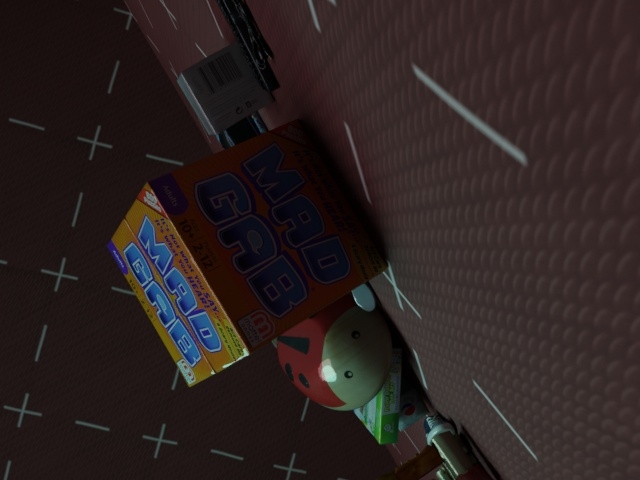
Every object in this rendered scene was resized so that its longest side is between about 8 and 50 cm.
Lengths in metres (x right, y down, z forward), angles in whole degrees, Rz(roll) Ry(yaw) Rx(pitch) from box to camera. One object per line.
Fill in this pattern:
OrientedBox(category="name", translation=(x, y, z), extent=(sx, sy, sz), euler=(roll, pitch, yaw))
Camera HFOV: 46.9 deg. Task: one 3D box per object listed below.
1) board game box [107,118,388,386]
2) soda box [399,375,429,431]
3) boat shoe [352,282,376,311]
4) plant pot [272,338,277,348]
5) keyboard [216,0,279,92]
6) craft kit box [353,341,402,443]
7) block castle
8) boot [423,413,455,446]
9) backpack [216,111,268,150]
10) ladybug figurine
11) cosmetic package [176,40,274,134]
OrientedBox(category="board game box", translation=(-0.162, 0.033, 1.513), extent=(0.356, 0.357, 0.356), euler=(59, 147, 4))
OrientedBox(category="soda box", translation=(0.204, 0.439, 2.104), extent=(0.091, 0.098, 0.286), euler=(61, 171, -11))
OrientedBox(category="boat shoe", translation=(0.092, 0.104, 1.771), extent=(0.142, 0.049, 0.040), euler=(57, -155, 4))
OrientedBox(category="plant pot", translation=(-0.068, 0.210, 2.276), extent=(0.263, 0.263, 0.229), euler=(52, 175, 42))
OrientedBox(category="keyboard", translation=(-0.164, -0.429, 1.418), extent=(0.317, 0.033, 0.201), euler=(62, 172, -22))
OrientedBox(category="craft kit box", translation=(0.147, 0.373, 1.949), extent=(0.246, 0.061, 0.249), euler=(-145, 56, -77))
OrientedBox(category="block castle", translation=(0.268, 0.656, 1.762), extent=(0.212, 0.303, 0.453), euler=(54, 171, 29))
OrientedBox(category="boot", translation=(0.284, 0.463, 1.818), extent=(0.190, 0.069, 0.086), euler=(88, 168, -56))
OrientedBox(category="backpack", translation=(-0.209, -0.273, 1.949), extent=(0.158, 0.117, 0.173), euler=(59, 172, -1))
OrientedBox(category="ladybug figurine", translation=(0.013, 0.277, 1.900), extent=(0.449, 0.162, 0.304), euler=(-9, 72, 61))
OrientedBox(category="cosmetic package", translation=(-0.215, -0.335, 1.640), extent=(0.151, 0.151, 0.184), euler=(61, 173, -13))
